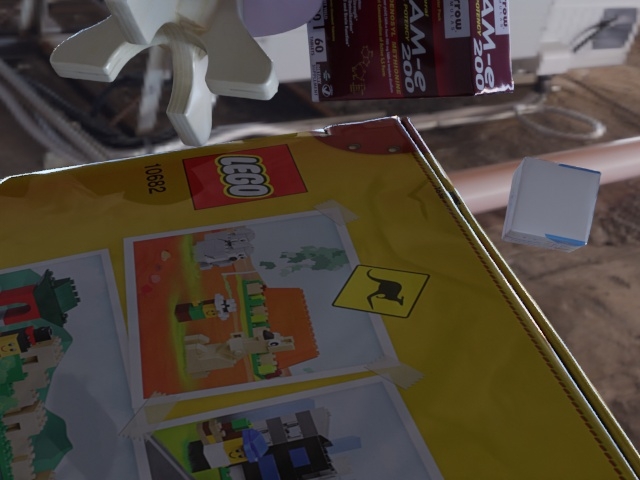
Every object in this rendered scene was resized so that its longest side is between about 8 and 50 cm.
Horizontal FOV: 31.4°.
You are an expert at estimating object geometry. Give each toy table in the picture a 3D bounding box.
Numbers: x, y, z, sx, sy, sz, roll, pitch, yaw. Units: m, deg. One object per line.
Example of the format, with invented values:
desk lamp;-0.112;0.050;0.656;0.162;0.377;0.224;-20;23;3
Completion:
toy table;-0.145;-0.234;1.218;0.274;0.252;0.161;2;-120;28

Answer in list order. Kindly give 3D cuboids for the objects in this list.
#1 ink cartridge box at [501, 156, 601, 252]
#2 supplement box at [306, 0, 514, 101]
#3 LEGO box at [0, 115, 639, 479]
ink cartridge box;0.276;-0.039;1.379;0.092;0.143;0.090;11;-95;5
supplement box;0.091;-0.218;1.234;0.239;0.073;0.130;4;-77;45
LEGO box;-0.063;0.146;0.551;0.500;0.372;0.193;-112;-165;-58
